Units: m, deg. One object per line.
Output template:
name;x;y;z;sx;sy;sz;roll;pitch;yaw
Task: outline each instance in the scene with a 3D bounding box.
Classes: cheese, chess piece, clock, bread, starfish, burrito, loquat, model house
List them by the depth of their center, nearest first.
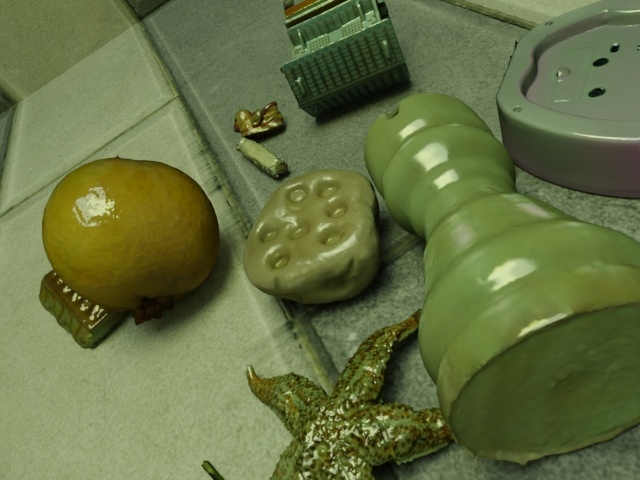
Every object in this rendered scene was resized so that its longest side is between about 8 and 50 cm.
starfish;0.035;0.230;0.538;0.347;0.078;0.357;-22;39;4
chess piece;0.181;-0.010;0.569;0.234;0.234;0.442;-25;40;9
clock;0.422;-0.213;0.687;0.339;0.102;0.338;-17;45;18
cheese;0.000;0.000;0.740;0.235;0.117;0.218;-43;45;-7
loquat;-0.307;0.003;0.827;0.275;0.275;0.274;-17;45;18
bread;-0.461;0.111;0.950;0.232;0.088;0.128;25;75;38
model house;0.043;-0.390;1.008;0.224;0.198;0.215;-18;57;16
burrito;-0.123;-0.173;1.030;0.045;0.041;0.185;-54;45;4

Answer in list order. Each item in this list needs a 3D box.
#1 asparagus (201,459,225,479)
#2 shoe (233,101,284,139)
asparagus;-0.096;0.310;0.592;0.166;0.013;0.016;20;96;42
shoe;-0.135;-0.265;1.101;0.109;0.072;0.069;-11;85;29
